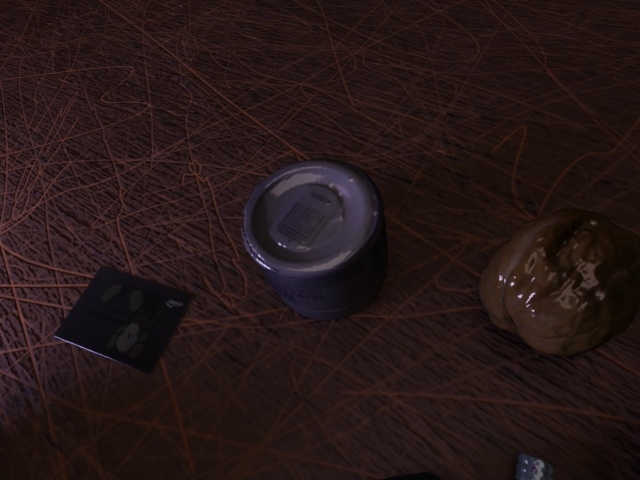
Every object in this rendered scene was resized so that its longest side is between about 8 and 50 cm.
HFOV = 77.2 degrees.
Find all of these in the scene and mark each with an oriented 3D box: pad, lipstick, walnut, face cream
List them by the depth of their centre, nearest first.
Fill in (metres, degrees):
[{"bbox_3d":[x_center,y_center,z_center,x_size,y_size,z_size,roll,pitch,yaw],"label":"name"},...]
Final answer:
[{"bbox_3d":[0.206,0.278,0.399,0.037,0.037,0.116,16,66,20],"label":"lipstick"},{"bbox_3d":[0.282,0.042,0.465,0.184,0.155,0.155,-36,59,-14],"label":"walnut"},{"bbox_3d":[0.000,0.000,0.542,0.178,0.152,0.177,-6,58,9],"label":"face cream"},{"bbox_3d":[-0.303,0.115,0.616,0.190,0.004,0.127,13,62,18],"label":"pad"}]

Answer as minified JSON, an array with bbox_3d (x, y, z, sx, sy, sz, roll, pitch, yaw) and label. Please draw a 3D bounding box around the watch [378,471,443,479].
[{"bbox_3d":[0.080,0.320,0.342,0.193,0.068,0.206,-19,56,-32],"label":"watch"}]
